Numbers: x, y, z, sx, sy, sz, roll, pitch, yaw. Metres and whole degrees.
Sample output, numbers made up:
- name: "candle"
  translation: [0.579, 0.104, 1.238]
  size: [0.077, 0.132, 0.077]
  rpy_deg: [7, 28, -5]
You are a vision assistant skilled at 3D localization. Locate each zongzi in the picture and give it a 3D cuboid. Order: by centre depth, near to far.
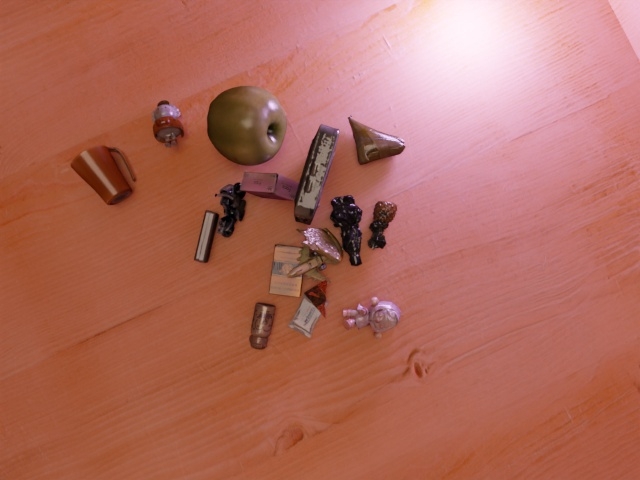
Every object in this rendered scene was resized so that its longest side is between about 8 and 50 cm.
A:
- name: "zongzi"
  translation: [0.266, -0.506, 1.970]
  size: [0.228, 0.115, 0.256]
  rpy_deg: [-15, 77, -5]

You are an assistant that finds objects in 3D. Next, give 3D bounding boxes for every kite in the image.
- name: "kite"
  translation: [-0.024, 0.261, 1.921]
  size: [0.125, 0.008, 0.222]
  rpy_deg: [12, 115, 23]

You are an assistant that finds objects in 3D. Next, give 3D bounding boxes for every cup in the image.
- name: "cup"
  translation: [-1.004, -0.317, 1.934]
  size: [0.226, 0.182, 0.264]
  rpy_deg: [-39, 95, -33]

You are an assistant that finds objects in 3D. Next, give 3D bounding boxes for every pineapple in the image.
- name: "pineapple"
  translation: [0.283, -0.068, 1.933]
  size: [0.111, 0.119, 0.237]
  rpy_deg: [16, 88, 14]

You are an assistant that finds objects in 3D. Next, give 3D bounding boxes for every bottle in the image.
- name: "bottle"
  translation: [-0.280, 0.400, 1.919]
  size: [0.110, 0.097, 0.209]
  rpy_deg: [9, 86, 38]

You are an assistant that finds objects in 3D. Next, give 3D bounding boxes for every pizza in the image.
- name: "pizza"
  translation: [0.000, 0.000, 1.896]
  size: [0.262, 0.181, 0.034]
  rpy_deg: [23, 131, -28]

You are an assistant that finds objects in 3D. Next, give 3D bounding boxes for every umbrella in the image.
- name: "umbrella"
  translation: [0.122, -0.045, 1.930]
  size: [0.154, 0.128, 0.337]
  rpy_deg: [-1, 90, -2]

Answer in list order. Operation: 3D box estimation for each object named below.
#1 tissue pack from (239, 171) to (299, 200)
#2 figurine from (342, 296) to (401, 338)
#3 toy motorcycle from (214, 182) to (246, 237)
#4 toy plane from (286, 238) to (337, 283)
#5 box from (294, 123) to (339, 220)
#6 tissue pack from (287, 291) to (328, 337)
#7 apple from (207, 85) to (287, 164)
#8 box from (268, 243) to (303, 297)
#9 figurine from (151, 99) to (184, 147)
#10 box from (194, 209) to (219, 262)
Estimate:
- name: "tissue pack"
  translation: [-0.230, -0.244, 1.868]
  size: [0.246, 0.148, 0.093]
  rpy_deg: [10, 86, 44]
- name: "figurine"
  translation: [0.240, 0.354, 1.906]
  size: [0.275, 0.133, 0.200]
  rpy_deg: [-4, 99, 4]
- name: "toy motorcycle"
  translation: [-0.427, -0.151, 1.919]
  size: [0.106, 0.159, 0.271]
  rpy_deg: [14, 85, 22]
- name: "toy plane"
  translation: [-0.043, 0.109, 1.887]
  size: [0.256, 0.104, 0.242]
  rpy_deg: [-27, 92, -38]
- name: "box"
  translation: [-0.026, -0.270, 1.805]
  size: [0.111, 0.396, 0.397]
  rpy_deg: [17, 86, -1]
- name: "tissue pack"
  translation: [-0.059, 0.351, 1.954]
  size: [0.122, 0.026, 0.193]
  rpy_deg: [27, 87, 1]
- name: "apple"
  translation: [-0.334, -0.513, 1.853]
  size: [0.357, 0.357, 0.358]
  rpy_deg: [0, 87, 0]
- name: "box"
  translation: [-0.154, 0.142, 1.946]
  size: [0.152, 0.070, 0.237]
  rpy_deg: [6, 86, 1]
- name: "figurine"
  translation: [-0.732, -0.561, 1.962]
  size: [0.143, 0.143, 0.271]
  rpy_deg: [-19, 54, -1]
- name: "box"
  translation: [-0.537, -0.018, 1.934]
  size: [0.055, 0.103, 0.244]
  rpy_deg: [13, 87, -4]
